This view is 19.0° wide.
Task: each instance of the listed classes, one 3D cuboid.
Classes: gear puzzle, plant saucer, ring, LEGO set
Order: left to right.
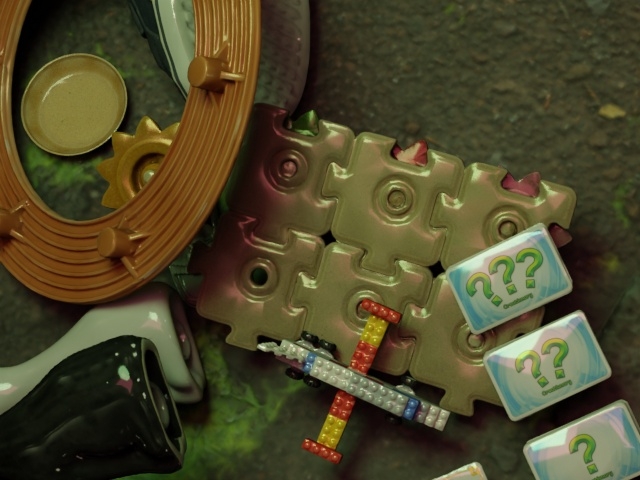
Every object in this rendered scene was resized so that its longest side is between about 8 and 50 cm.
[{"bbox_3d":[-0.185,-0.101,1.452,0.083,0.015,0.083,-3,71,9],"label":"plant saucer"},{"bbox_3d":[-0.164,-0.123,1.346,0.336,0.032,0.337,-9,78,46],"label":"ring"},{"bbox_3d":[0.000,0.000,1.345,0.338,0.044,0.176,16,95,10],"label":"gear puzzle"},{"bbox_3d":[0.075,0.118,1.285,0.244,0.060,0.182,-25,84,11],"label":"LEGO set"}]

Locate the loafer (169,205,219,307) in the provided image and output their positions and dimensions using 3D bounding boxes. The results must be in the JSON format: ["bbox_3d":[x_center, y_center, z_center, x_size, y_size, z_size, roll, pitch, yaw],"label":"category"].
[{"bbox_3d":[-0.094,-0.014,1.393,0.045,0.039,0.125,-6,71,8],"label":"loafer"}]

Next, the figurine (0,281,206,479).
[{"bbox_3d":[-0.195,0.113,1.300,0.209,0.215,0.092,-18,103,7],"label":"figurine"}]

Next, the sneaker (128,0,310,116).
[{"bbox_3d":[-0.100,-0.226,1.428,0.126,0.127,0.321,-11,87,-34],"label":"sneaker"}]
